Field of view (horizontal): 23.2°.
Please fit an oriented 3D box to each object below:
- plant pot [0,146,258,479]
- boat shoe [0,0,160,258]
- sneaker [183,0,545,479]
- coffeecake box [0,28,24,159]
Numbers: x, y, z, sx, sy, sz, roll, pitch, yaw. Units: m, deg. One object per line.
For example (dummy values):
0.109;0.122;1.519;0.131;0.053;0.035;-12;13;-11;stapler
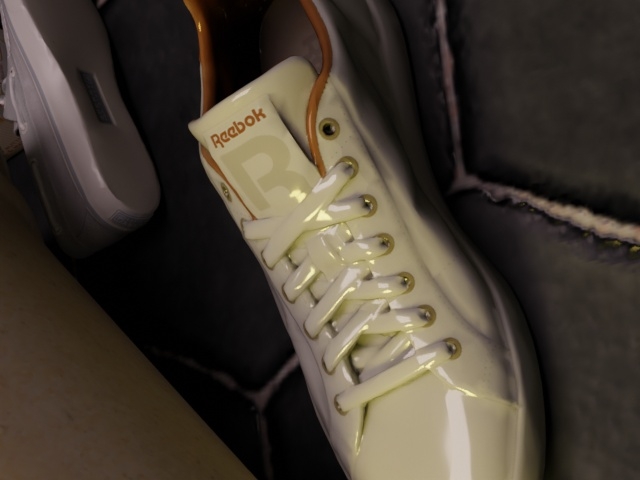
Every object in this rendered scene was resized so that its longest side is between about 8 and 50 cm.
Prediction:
-0.173;0.134;0.673;0.305;0.334;0.334;36;103;27;plant pot
-0.142;-0.075;0.838;0.063;0.066;0.184;-36;70;26;boat shoe
0.000;0.000;0.666;0.106;0.123;0.290;-33;63;27;sneaker
-0.270;-0.075;0.853;0.142;0.185;0.068;-29;64;31;coffeecake box
